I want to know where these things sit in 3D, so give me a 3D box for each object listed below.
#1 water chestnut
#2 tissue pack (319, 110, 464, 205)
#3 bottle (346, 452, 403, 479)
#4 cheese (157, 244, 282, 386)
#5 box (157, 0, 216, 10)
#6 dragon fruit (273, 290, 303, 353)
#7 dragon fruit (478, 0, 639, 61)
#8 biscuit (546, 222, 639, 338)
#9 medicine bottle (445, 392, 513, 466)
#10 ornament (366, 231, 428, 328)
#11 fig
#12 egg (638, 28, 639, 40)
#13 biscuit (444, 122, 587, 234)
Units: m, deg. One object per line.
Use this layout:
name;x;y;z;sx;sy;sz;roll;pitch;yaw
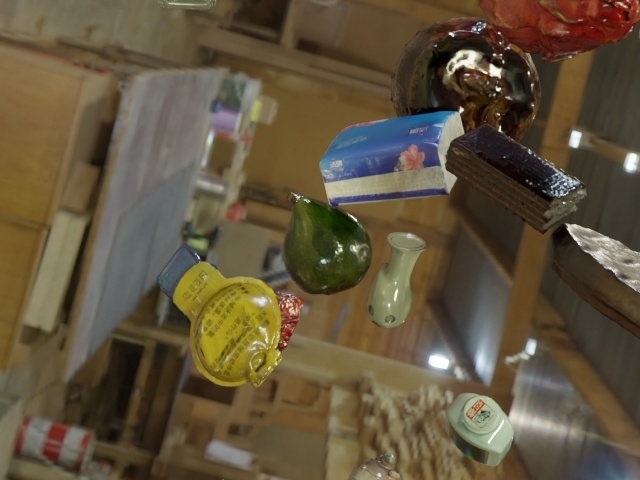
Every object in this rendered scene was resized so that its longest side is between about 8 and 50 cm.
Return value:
water chestnut;0.325;-0.330;2.328;0.302;0.350;0.350;-131;-125;-78
tissue pack;0.154;-0.175;2.207;0.209;0.269;0.137;-57;136;-51
bottle;0.072;0.389;1.565;0.152;0.099;0.099;-58;-178;3
cheese;-0.138;0.100;1.461;0.156;0.250;0.064;-50;149;8
box;-0.195;-0.404;1.557;0.122;0.089;0.062;105;-20;-45
dragon fruit;-0.070;0.177;2.111;0.097;0.063;0.131;65;33;-63
dragon fruit;0.418;-0.453;1.788;0.301;0.295;0.295;-33;-151;37
biscuit;0.565;0.109;1.813;0.091;0.407;0.407;-59;-174;16
medicine bottle;0.285;0.335;1.902;0.083;0.121;0.229;-49;161;-14
ornament;0.118;0.067;1.711;0.081;0.075;0.156;38;-56;42
fig;0.000;0.000;2.295;0.195;0.195;0.245;-77;147;-51
egg;0.664;-0.360;1.968;0.116;0.140;0.118;-12;100;-85
biscuit;0.346;-0.112;1.878;0.106;0.252;0.070;-29;142;-34
